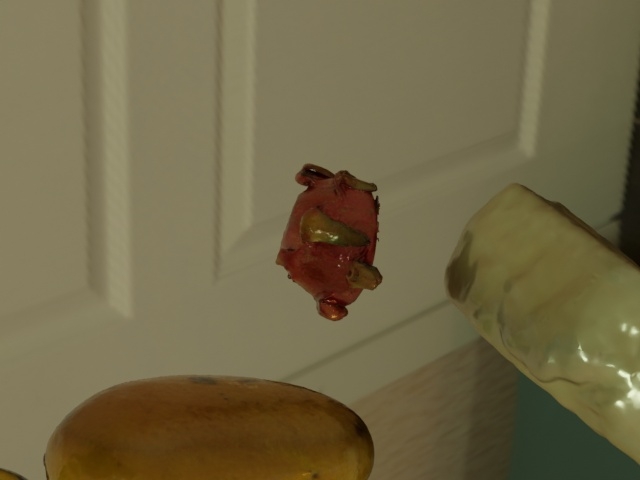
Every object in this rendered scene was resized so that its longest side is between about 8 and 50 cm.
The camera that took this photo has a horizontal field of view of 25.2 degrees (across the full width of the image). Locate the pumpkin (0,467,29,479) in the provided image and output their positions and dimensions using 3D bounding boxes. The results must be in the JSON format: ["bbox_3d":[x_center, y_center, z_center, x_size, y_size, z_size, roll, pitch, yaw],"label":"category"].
[{"bbox_3d":[-0.265,0.304,1.010,0.190,0.281,0.139,15,151,11],"label":"pumpkin"}]

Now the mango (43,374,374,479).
[{"bbox_3d":[-0.063,0.118,0.790,0.115,0.178,0.090,-156,60,-64],"label":"mango"}]

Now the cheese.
[{"bbox_3d":[0.238,0.086,1.056,0.318,0.326,0.115,39,98,13],"label":"cheese"}]

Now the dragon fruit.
[{"bbox_3d":[-0.002,-0.001,1.118,0.112,0.068,0.126,124,150,-51],"label":"dragon fruit"}]
